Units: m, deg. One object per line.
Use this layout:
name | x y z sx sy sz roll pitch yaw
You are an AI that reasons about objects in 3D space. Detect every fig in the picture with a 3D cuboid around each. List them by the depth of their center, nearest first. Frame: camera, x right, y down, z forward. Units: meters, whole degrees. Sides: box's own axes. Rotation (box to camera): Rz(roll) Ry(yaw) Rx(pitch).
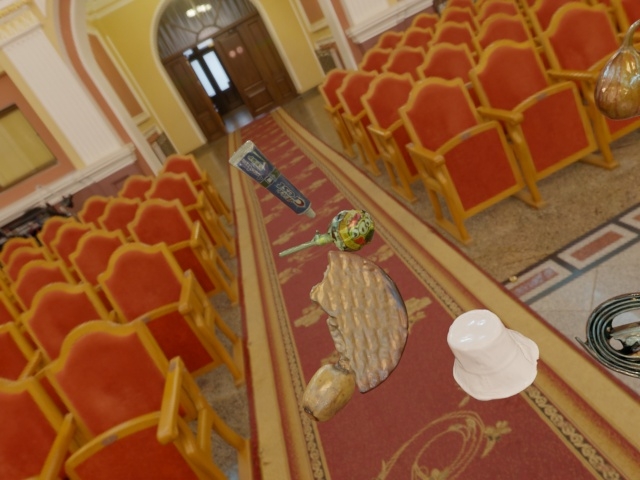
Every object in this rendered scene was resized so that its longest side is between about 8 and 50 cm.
fig | 0.263 -0.145 0.393 0.050 0.083 0.050 -5 32 3

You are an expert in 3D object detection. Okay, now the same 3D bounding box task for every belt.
belt | 0.776 0.231 1.142 0.268 0.206 0.116 -7 -7 26

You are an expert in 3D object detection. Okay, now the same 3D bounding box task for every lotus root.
lotus root | 0.034 0.437 1.384 0.221 0.125 0.118 -51 26 -11

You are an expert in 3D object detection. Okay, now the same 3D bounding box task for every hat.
hat | 0.352 0.230 1.007 0.203 0.126 0.203 -33 23 16

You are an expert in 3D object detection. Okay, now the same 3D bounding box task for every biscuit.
biscuit | 0.063 0.137 0.787 0.176 0.228 0.031 11 -14 2

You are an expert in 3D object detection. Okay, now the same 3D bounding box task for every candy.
candy | 0.000 0.000 1.006 0.091 0.083 0.305 -35 10 -38

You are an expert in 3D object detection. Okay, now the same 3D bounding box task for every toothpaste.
toothpaste | -0.079 -0.102 0.858 0.057 0.197 0.034 -42 30 14
